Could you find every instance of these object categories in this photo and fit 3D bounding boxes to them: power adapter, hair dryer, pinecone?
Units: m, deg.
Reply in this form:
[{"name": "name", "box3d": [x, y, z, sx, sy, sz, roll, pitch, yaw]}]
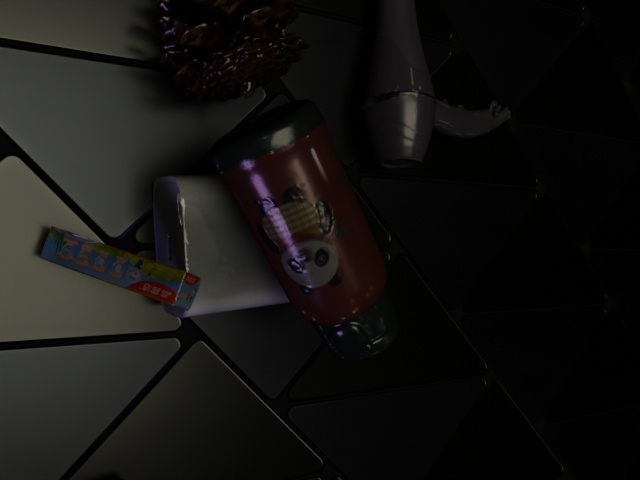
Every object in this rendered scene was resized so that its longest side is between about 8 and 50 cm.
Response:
[{"name": "power adapter", "box3d": [-0.097, -0.001, 0.898, 0.255, 0.124, 0.187, -6, 97, -32]}, {"name": "hair dryer", "box3d": [0.216, -0.262, 1.110, 0.361, 0.121, 0.301, 6, 81, -41]}, {"name": "pinecone", "box3d": [-0.124, -0.280, 0.831, 0.207, 0.207, 0.208, -2, 93, -32]}]

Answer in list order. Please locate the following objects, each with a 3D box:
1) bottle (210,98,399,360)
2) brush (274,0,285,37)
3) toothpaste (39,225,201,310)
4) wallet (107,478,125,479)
[{"name": "bottle", "box3d": [0.000, 0.000, 0.804, 0.144, 0.144, 0.336, -37, 112, -25]}, {"name": "brush", "box3d": [-0.059, -0.329, 0.969, 0.024, 0.008, 0.083, -7, 96, -35]}, {"name": "toothpaste", "box3d": [-0.247, 0.032, 0.767, 0.070, 0.193, 0.044, 46, 62, -73]}, {"name": "wallet", "box3d": [-0.337, 0.410, 0.819, 0.195, 0.042, 0.161, -12, 103, -33]}]
